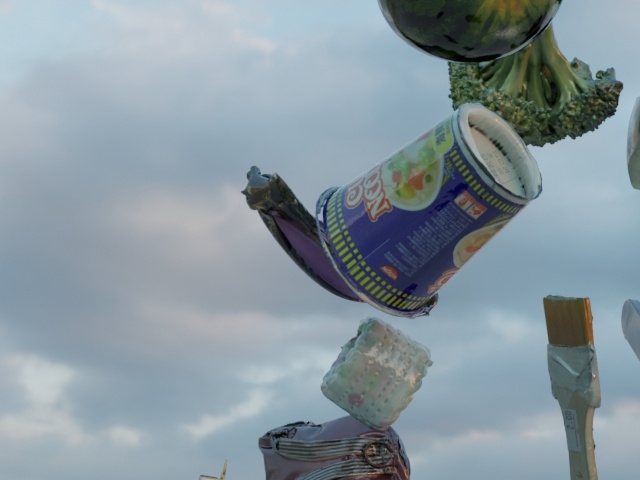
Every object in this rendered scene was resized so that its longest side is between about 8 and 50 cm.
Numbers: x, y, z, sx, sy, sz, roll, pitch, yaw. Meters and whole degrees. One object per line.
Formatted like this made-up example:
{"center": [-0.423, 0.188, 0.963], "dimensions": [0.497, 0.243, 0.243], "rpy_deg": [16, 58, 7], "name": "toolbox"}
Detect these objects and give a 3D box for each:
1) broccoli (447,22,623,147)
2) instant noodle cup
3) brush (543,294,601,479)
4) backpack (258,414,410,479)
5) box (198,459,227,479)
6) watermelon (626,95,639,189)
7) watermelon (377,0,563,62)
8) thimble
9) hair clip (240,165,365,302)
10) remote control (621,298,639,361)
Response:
{"center": [0.405, -0.309, 2.203], "dimensions": [0.375, 0.249, 0.302], "rpy_deg": [25, -11, 31], "name": "broccoli"}
{"center": [0.194, -0.061, 1.853], "dimensions": [0.284, 0.284, 0.312], "rpy_deg": [22, -48, -35], "name": "instant noodle cup"}
{"center": [0.294, 0.229, 1.257], "dimensions": [0.020, 0.337, 0.085], "rpy_deg": [-10, 4, -28], "name": "brush"}
{"center": [0.033, 0.497, 2.335], "dimensions": [0.317, 0.283, 0.197], "rpy_deg": [-18, -34, 14], "name": "backpack"}
{"center": [-0.140, 0.370, 1.193], "dimensions": [0.033, 0.247, 0.129], "rpy_deg": [12, -44, -7], "name": "box"}
{"center": [0.709, -0.200, 2.198], "dimensions": [0.232, 0.193, 0.310], "rpy_deg": [41, -11, 2], "name": "watermelon"}
{"center": [0.204, -0.369, 1.483], "dimensions": [0.269, 0.269, 0.269], "rpy_deg": [7, -19, 3], "name": "watermelon"}
{"center": [0.106, 0.238, 2.049], "dimensions": [0.149, 0.211, 0.185], "rpy_deg": [34, -58, 0], "name": "thimble"}
{"center": [-0.001, 0.002, 2.019], "dimensions": [0.095, 0.110, 0.358], "rpy_deg": [-36, -66, 24], "name": "hair clip"}
{"center": [0.591, 0.181, 2.018], "dimensions": [0.022, 0.077, 0.245], "rpy_deg": [3, 22, -3], "name": "remote control"}
